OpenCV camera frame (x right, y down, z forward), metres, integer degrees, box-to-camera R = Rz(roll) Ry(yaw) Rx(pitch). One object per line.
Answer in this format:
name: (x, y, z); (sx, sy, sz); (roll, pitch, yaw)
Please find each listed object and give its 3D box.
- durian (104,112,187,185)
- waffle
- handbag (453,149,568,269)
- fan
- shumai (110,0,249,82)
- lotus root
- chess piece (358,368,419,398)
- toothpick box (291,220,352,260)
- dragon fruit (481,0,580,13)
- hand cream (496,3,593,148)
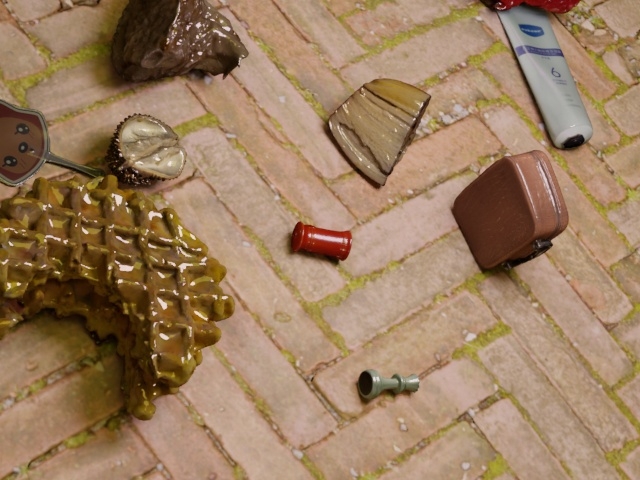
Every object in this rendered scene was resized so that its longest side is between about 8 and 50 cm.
durian: (-0.257, -0.113, 1.851); (0.110, 0.071, 0.140); (48, 37, -1)
waffle: (-0.280, 0.060, 1.690); (0.324, 0.151, 0.261); (30, 48, -11)
handbag: (0.291, -0.041, 2.004); (0.072, 0.193, 0.151); (-13, 72, -30)
fan: (-0.403, -0.126, 1.826); (0.220, 0.009, 0.132); (19, 57, -14)
shumai: (-0.203, -0.297, 1.957); (0.176, 0.166, 0.205); (38, 50, -31)
lotus root: (0.098, -0.183, 2.066); (0.135, 0.095, 0.159); (40, 92, 7)
chess piece: (0.101, 0.202, 1.863); (0.093, 0.042, 0.042); (3, 60, -33)
toothpick box: (0.000, 0.000, 1.926); (0.083, 0.047, 0.047); (12, 57, -19)
dragon fruit: (0.279, -0.529, 2.361); (0.329, 0.228, 0.286); (-20, 38, -14)
hand cream: (0.393, -0.294, 2.305); (0.109, 0.067, 0.320); (1, 54, -25)
